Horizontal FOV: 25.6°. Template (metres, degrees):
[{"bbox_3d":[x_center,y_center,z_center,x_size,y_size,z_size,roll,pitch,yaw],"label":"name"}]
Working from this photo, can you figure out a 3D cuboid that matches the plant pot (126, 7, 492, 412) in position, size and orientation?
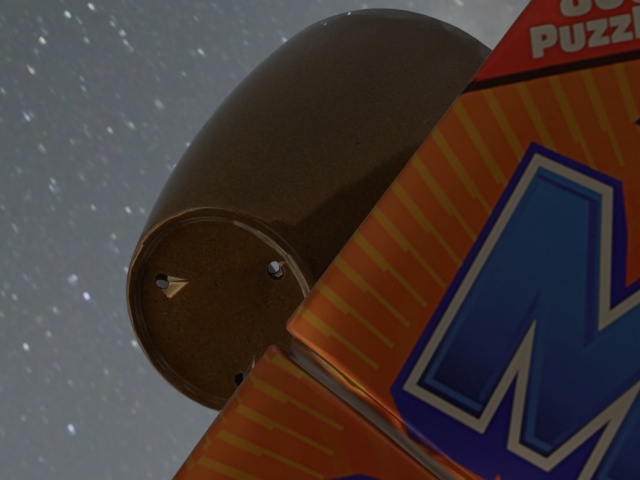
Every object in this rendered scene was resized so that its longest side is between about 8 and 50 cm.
[{"bbox_3d":[0.000,0.000,0.842,0.254,0.237,0.237,-40,-29,-61],"label":"plant pot"}]

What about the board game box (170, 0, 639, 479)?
[{"bbox_3d":[0.174,0.174,0.534,0.356,0.356,0.356,-53,-27,-1],"label":"board game box"}]
